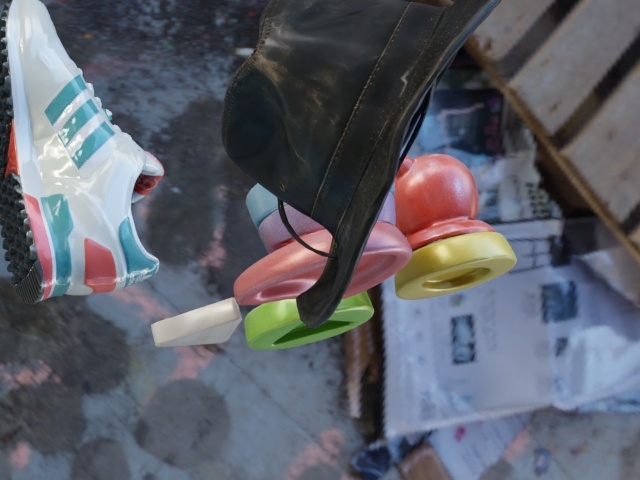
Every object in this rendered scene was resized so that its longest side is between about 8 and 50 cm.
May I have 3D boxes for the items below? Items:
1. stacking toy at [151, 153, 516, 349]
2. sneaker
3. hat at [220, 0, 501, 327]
[{"bbox_3d":[0.000,0.000,1.225,0.309,0.279,0.130,8,63,-55],"label":"stacking toy"},{"bbox_3d":[-0.120,-0.046,0.639,0.075,0.057,0.161,-1,65,-26],"label":"sneaker"},{"bbox_3d":[0.010,-0.103,0.892,0.134,0.331,0.331,29,84,-2],"label":"hat"}]
